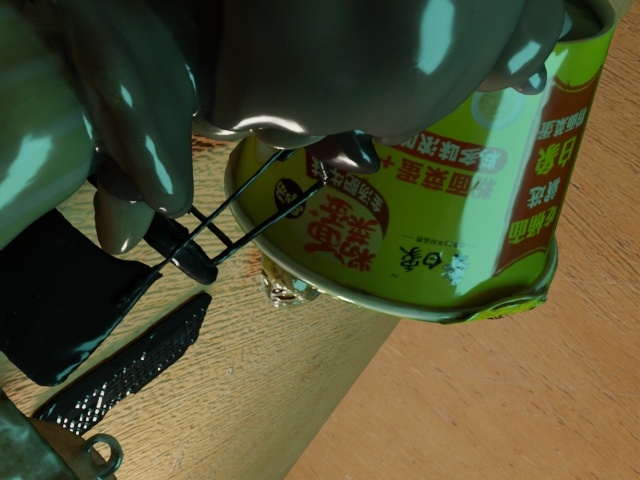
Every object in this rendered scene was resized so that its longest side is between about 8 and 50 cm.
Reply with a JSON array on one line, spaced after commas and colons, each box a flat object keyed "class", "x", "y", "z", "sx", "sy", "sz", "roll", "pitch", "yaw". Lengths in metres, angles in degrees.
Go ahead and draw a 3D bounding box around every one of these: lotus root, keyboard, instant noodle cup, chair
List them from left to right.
[{"class": "keyboard", "x": -0.208, "y": 0.145, "z": 0.985, "sx": 0.262, "sy": 0.016, "sz": 0.106, "roll": -37, "pitch": 160, "yaw": -46}, {"class": "chair", "x": -0.120, "y": -0.021, "z": 0.601, "sx": 0.221, "sy": 0.140, "sz": 0.145, "roll": -46, "pitch": 170, "yaw": -6}, {"class": "lotus root", "x": 0.000, "y": 0.000, "z": 1.148, "sx": 0.192, "sy": 0.088, "sz": 0.113, "roll": -46, "pitch": 159, "yaw": -22}, {"class": "instant noodle cup", "x": 0.088, "y": -0.112, "z": 0.752, "sx": 0.311, "sy": 0.311, "sz": 0.221, "roll": -37, "pitch": 150, "yaw": -47}]

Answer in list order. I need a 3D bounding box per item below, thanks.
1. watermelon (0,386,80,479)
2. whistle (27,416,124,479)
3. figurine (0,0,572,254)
[{"class": "watermelon", "x": -0.276, "y": 0.204, "z": 0.570, "sx": 0.264, "sy": 0.302, "sz": 0.151, "roll": -47, "pitch": -157, "yaw": -24}, {"class": "whistle", "x": -0.290, "y": 0.272, "z": 0.749, "sx": 0.348, "sy": 0.189, "sz": 0.189, "roll": -42, "pitch": 168, "yaw": 10}, {"class": "figurine", "x": -0.053, "y": -0.118, "z": 0.429, "sx": 0.381, "sy": 0.248, "sz": 0.203, "roll": -33, "pitch": 173, "yaw": -27}]
